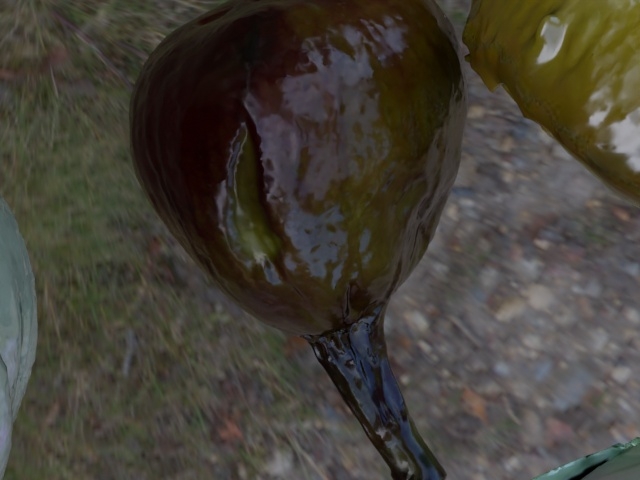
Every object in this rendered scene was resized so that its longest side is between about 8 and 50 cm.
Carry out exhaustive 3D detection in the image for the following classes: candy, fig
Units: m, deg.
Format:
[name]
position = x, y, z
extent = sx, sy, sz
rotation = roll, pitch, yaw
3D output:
[candy]
position = 0.191, -0.070, 1.001
extent = 0.260, 0.260, 0.118
rotation = 34, 104, -11
[fig]
position = 0.013, -0.009, 1.048
extent = 0.191, 0.190, 0.290
rotation = -21, 79, -5

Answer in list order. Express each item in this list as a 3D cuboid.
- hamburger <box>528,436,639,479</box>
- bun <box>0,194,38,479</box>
[hamburger]
position = 0.156, 0.157, 0.810
extent = 0.214, 0.235, 0.125
rotation = -30, 116, -41
[bun]
position = -0.289, 0.080, 0.857
extent = 0.365, 0.365, 0.219
rotation = -18, 120, -6
